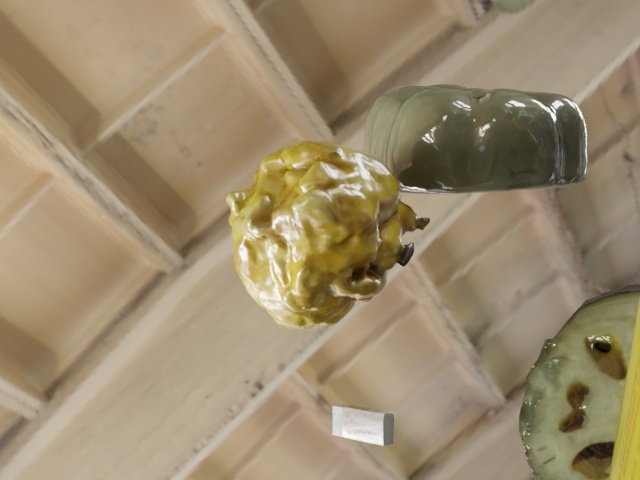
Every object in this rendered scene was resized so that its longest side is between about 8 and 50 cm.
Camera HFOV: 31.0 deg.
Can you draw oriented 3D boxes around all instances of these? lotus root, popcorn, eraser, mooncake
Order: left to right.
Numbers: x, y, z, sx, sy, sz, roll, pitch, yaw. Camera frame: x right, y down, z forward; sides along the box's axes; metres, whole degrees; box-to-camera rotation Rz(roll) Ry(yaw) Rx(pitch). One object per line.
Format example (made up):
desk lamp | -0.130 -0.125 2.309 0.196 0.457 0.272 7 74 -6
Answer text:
popcorn | -0.002 0.001 1.282 0.253 0.191 0.190 42 -122 -54
eraser | 0.048 0.211 1.325 0.019 0.083 0.038 -4 -87 -46
mooncake | 0.189 -0.124 1.421 0.275 0.275 0.135 -7 -79 -42
lotus root | 0.244 0.128 0.827 0.078 0.203 0.183 40 -93 -35

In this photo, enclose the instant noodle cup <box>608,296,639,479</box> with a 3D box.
instant noodle cup | 0.224 0.047 0.489 0.215 0.215 0.236 -17 -52 -34
